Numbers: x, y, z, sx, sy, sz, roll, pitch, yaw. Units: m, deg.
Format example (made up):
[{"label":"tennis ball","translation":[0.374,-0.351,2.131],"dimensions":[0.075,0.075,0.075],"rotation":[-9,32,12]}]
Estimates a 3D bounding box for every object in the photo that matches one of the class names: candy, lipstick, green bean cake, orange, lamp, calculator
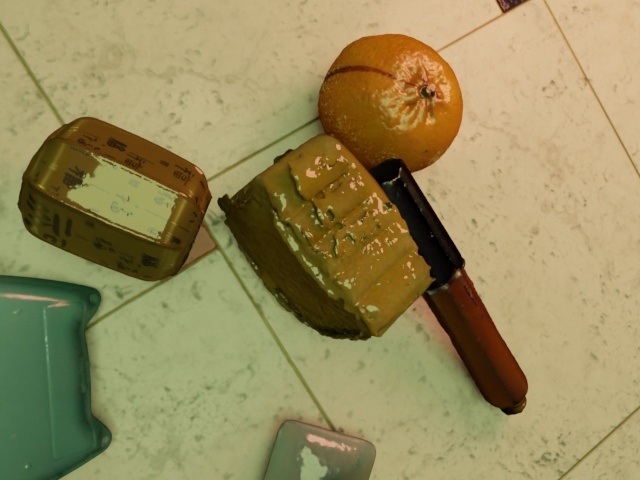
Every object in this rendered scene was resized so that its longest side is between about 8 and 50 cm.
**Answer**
[{"label":"candy","translation":[-0.011,0.331,0.682],"dimensions":[0.138,0.071,0.174],"rotation":[20,82,-13]},{"label":"lipstick","translation":[0.177,0.080,0.707],"dimensions":[0.077,0.077,0.418],"rotation":[-39,112,-14]},{"label":"green bean cake","translation":[0.000,0.000,0.630],"dimensions":[0.131,0.230,0.224],"rotation":[-39,99,-21]},{"label":"orange","translation":[0.095,-0.179,0.701],"dimensions":[0.193,0.161,0.193],"rotation":[4,75,-16]},{"label":"lamp","translation":[-0.229,-0.043,0.610],"dimensions":[0.185,0.161,0.161],"rotation":[27,80,-14]},{"label":"calculator","translation":[-0.396,0.161,0.513],"dimensions":[0.386,0.054,0.256],"rotation":[-3,87,-42]}]
